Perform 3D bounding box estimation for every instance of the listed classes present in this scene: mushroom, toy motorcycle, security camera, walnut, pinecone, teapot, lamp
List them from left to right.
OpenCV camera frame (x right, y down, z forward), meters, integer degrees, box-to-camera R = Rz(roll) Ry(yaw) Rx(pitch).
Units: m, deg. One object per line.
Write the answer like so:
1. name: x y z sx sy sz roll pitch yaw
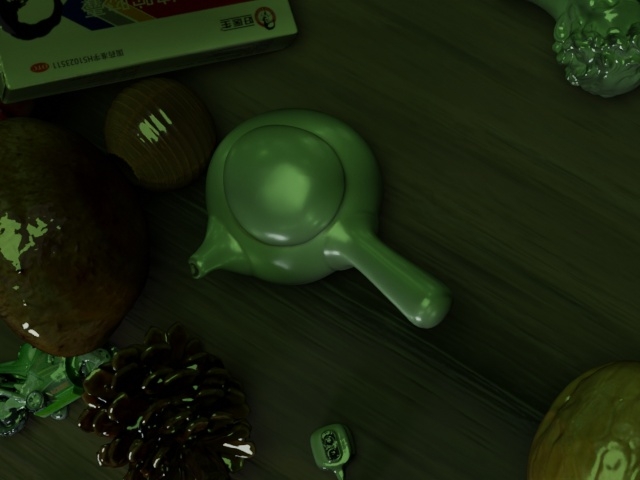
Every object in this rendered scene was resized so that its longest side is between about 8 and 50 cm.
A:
1. toy motorcycle: -0.328 0.155 1.818 0.190 0.074 0.106 -29 70 8
2. mushroom: -0.303 -0.017 1.738 0.195 0.263 0.283 -39 42 2
3. lamp: -0.187 -0.124 1.784 0.136 0.136 0.136 -1 84 12
4. pinecone: -0.162 0.210 1.727 0.212 0.168 0.186 35 106 26
5. teapot: 0.015 -0.035 1.725 0.318 0.149 0.220 12 88 14
6. security camera: 0.018 0.256 1.747 0.058 0.058 0.092 -26 71 8
7. walnut: 0.318 0.232 1.609 0.195 0.195 0.222 30 80 13

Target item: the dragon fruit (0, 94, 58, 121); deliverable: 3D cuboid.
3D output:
1. dragon fruit: -0.394 -0.195 1.810 0.182 0.182 0.189 33 122 13

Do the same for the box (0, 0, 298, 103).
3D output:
1. box: -0.222 -0.297 1.766 0.353 0.069 0.214 -14 80 -18

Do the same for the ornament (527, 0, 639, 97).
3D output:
1. ornament: 0.274 -0.284 1.720 0.120 0.130 0.285 -31 70 -10
